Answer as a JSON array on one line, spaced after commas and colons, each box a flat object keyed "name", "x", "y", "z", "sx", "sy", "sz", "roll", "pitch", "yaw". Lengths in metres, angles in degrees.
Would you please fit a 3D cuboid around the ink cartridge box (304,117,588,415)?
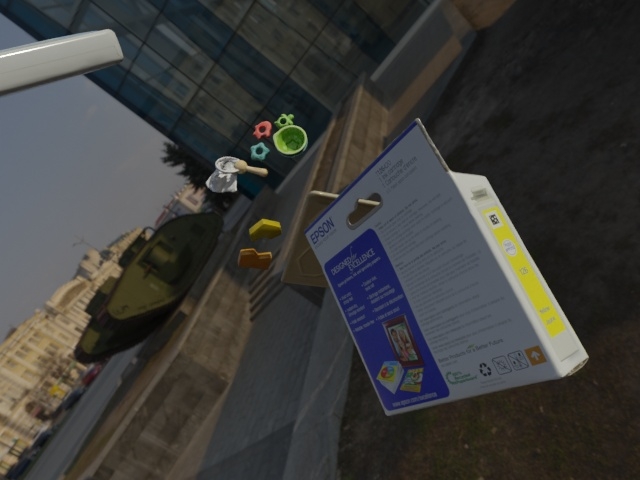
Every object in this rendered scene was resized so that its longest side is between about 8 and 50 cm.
[{"name": "ink cartridge box", "x": 0.125, "y": 0.054, "z": 0.643, "sx": 0.072, "sy": 0.307, "sz": 0.303, "roll": -14, "pitch": -16, "yaw": -34}]

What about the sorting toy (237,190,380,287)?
[{"name": "sorting toy", "x": 0.000, "y": 0.000, "z": 0.997, "sx": 0.041, "sy": 0.307, "sz": 0.229, "roll": -109, "pitch": 34, "yaw": -53}]

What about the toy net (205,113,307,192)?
[{"name": "toy net", "x": -0.144, "y": -0.185, "z": 1.032, "sx": 0.232, "sy": 0.122, "sz": 0.045, "roll": -27, "pitch": -18, "yaw": -2}]

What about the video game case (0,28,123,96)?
[{"name": "video game case", "x": -0.261, "y": -0.082, "z": 0.302, "sx": 0.193, "sy": 0.023, "sz": 0.212, "roll": 6, "pitch": 32, "yaw": 39}]
